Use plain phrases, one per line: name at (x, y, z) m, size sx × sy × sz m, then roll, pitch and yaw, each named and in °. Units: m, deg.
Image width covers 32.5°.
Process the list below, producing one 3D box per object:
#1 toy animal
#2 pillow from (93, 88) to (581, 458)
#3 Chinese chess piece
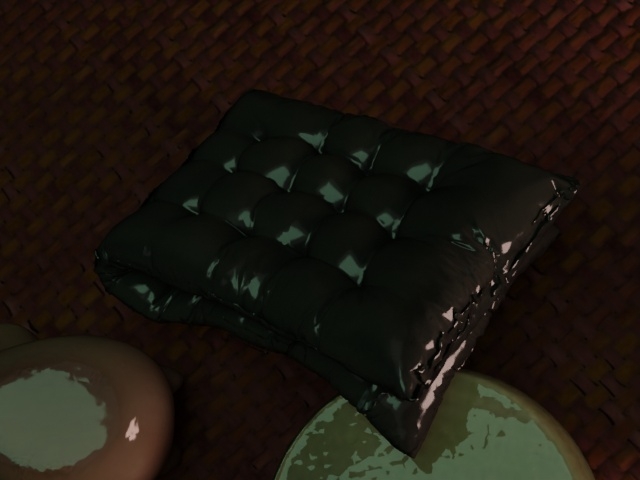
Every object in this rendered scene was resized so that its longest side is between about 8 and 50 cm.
toy animal at (-0.239, 0.147, 0.881) m, size 0.250 × 0.154 × 0.166 m, roll -3°, pitch 81°, yaw 16°
pillow at (0.000, 0.000, 0.842) m, size 0.326 × 0.101 × 0.228 m, roll 22°, pitch 57°, yaw 31°
Chinese chess piece at (0.082, 0.216, 0.803) m, size 0.250 × 0.101 × 0.250 m, roll -4°, pitch 70°, yaw 12°
